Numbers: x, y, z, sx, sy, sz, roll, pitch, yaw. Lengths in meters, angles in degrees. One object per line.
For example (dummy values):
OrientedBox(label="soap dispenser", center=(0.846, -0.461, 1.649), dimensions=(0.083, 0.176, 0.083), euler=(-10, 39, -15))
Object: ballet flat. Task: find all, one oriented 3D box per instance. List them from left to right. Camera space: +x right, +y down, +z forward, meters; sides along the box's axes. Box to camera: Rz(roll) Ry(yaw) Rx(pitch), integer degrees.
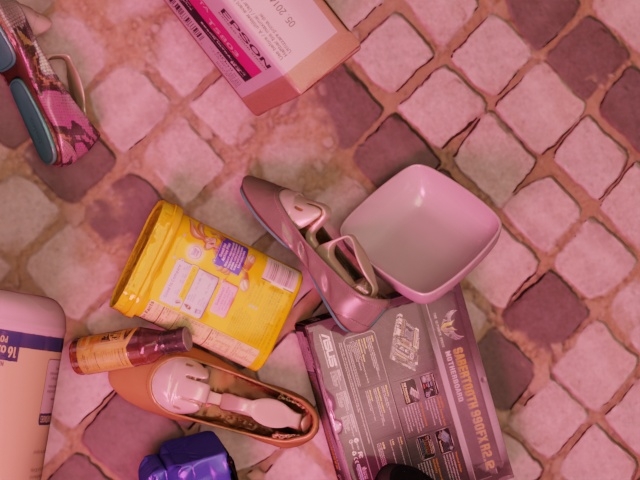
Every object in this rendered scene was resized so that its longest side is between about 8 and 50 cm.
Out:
OrientedBox(label="ballet flat", center=(-0.297, -0.184, 1.690), dimensions=(0.079, 0.077, 0.221), euler=(-35, 102, -31))
OrientedBox(label="ballet flat", center=(-0.106, 0.160, 1.721), dimensions=(0.232, 0.073, 0.080), euler=(16, 84, -13))
OrientedBox(label="ballet flat", center=(0.000, 0.000, 1.728), dimensions=(0.068, 0.072, 0.213), euler=(-43, 76, 24))

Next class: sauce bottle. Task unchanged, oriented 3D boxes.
OrientedBox(label="sauce bottle", center=(-0.194, 0.110, 1.687), dimensions=(0.128, 0.042, 0.042), euler=(-11, 91, 15))

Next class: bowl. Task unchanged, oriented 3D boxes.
OrientedBox(label="bowl", center=(0.109, 0.000, 1.764), dimensions=(0.142, 0.053, 0.142), euler=(37, 65, 28))

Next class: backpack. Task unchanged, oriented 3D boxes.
OrientedBox(label="backpack", center=(-0.132, 0.271, 1.701), dimensions=(0.101, 0.098, 0.120), euler=(-13, 104, -7))

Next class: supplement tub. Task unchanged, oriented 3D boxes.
OrientedBox(label="supplement tub", center=(-0.380, 0.199, 1.564), dimensions=(0.235, 0.235, 0.324), euler=(10, 86, -14))

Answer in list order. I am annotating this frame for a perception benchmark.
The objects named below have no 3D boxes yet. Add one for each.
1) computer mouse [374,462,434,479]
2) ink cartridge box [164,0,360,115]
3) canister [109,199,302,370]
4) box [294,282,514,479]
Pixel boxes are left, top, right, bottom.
OrientedBox(label="computer mouse", center=(0.137, 0.348, 1.699), dimensions=(0.272, 0.188, 0.072), euler=(45, 117, -6))
OrientedBox(label="ink cartridge box", center=(-0.085, -0.250, 1.677), dimensions=(0.088, 0.193, 0.234), euler=(-40, 97, -13))
OrientedBox(label="canister", center=(-0.118, 0.050, 1.722), dimensions=(0.170, 0.073, 0.126), euler=(27, 82, -14))
OrientedBox(label="box", center=(0.091, 0.174, 1.780), dimensions=(0.183, 0.056, 0.231), euler=(-17, 93, -15))
